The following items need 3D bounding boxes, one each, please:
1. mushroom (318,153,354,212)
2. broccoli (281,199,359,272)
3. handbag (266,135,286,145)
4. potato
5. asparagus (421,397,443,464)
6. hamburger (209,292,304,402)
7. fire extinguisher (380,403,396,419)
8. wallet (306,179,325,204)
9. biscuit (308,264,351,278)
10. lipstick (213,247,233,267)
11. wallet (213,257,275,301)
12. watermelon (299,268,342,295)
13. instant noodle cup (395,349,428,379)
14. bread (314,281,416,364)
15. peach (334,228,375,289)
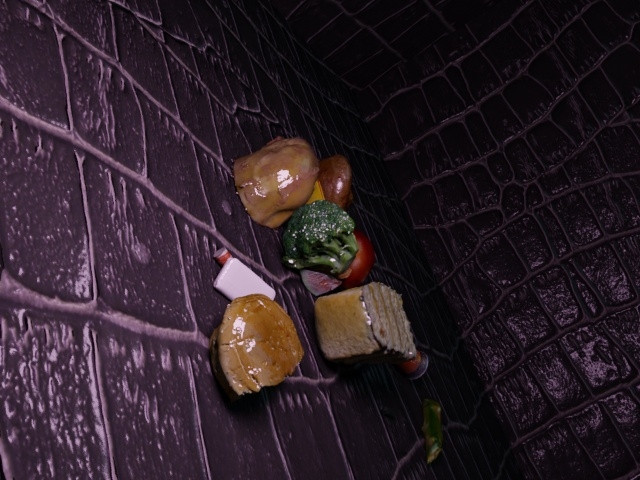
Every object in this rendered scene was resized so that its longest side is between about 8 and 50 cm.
[{"bbox_3d":[0.035,-0.192,2.270,0.283,0.195,0.264,81,-5,-47],"label":"mushroom"},{"bbox_3d":[0.000,0.000,1.819,0.245,0.265,0.295,36,-24,5],"label":"broccoli"},{"bbox_3d":[-0.124,-0.319,2.245,0.193,0.072,0.151,24,42,-62],"label":"handbag"},{"bbox_3d":[-0.115,-0.208,1.860,0.300,0.237,0.289,33,34,-54],"label":"potato"},{"bbox_3d":[0.432,0.727,2.204,0.343,0.084,0.082,-73,155,-67],"label":"asparagus"},{"bbox_3d":[-0.153,0.230,1.333,0.211,0.132,0.309,65,21,2],"label":"hamburger"},{"bbox_3d":[0.236,0.596,1.971,0.083,0.025,0.038,45,63,-39],"label":"fire extinguisher"},{"bbox_3d":[-0.038,-0.103,2.047,0.067,0.141,0.241,46,21,-45],"label":"wallet"},{"bbox_3d":[0.014,0.047,1.980,0.250,0.162,0.035,38,-11,36],"label":"biscuit"},{"bbox_3d":[-0.225,0.079,1.493,0.131,0.038,0.038,54,21,-23],"label":"lipstick"},{"bbox_3d":[-0.190,0.125,1.467,0.190,0.033,0.095,43,68,-38],"label":"wallet"},{"bbox_3d":[-0.006,0.136,1.909,0.180,0.094,0.081,15,50,-40],"label":"watermelon"},{"bbox_3d":[0.342,0.470,2.282,0.135,0.127,0.127,39,28,-31],"label":"instant noodle cup"},{"bbox_3d":[0.111,0.272,1.778,0.395,0.263,0.240,25,52,-59],"label":"bread"},{"bbox_3d":[0.101,0.068,2.090,0.243,0.199,0.244,-18,90,-71],"label":"peach"}]
